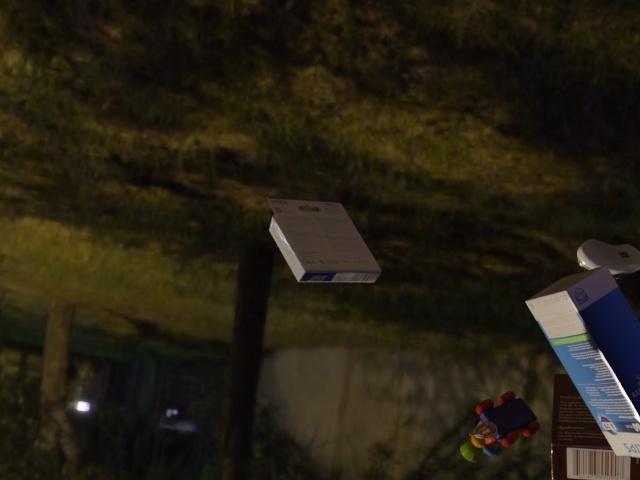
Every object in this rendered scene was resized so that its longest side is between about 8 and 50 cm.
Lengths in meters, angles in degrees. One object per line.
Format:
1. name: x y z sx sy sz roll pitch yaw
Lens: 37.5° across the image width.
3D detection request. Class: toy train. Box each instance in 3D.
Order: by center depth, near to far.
1. toy train: 0.348 0.422 2.025 0.248 0.105 0.143 -7 141 -47

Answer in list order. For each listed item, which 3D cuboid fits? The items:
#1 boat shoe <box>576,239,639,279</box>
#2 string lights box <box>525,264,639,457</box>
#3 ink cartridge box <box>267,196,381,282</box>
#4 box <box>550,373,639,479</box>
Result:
1. boat shoe: 0.581 0.049 1.930 0.228 0.080 0.076 -3 140 -48
2. string lights box: 0.403 0.172 1.310 0.077 0.259 0.133 -30 178 -16
3. ink cartridge box: 0.000 0.000 2.112 0.223 0.224 0.045 3 135 -38
4. box: 0.523 0.379 1.777 0.168 0.167 0.203 0 -148 17
